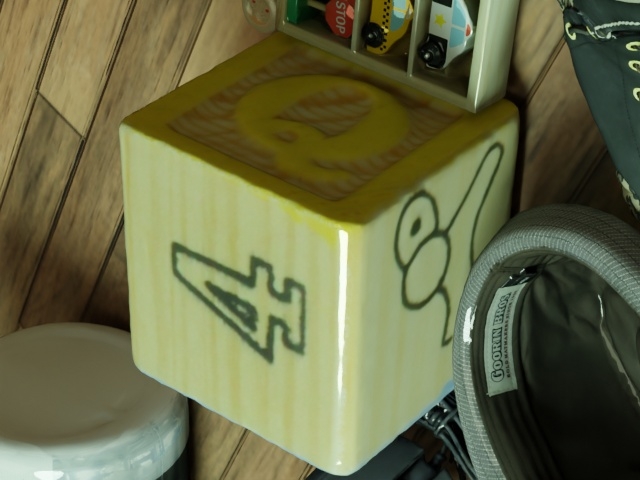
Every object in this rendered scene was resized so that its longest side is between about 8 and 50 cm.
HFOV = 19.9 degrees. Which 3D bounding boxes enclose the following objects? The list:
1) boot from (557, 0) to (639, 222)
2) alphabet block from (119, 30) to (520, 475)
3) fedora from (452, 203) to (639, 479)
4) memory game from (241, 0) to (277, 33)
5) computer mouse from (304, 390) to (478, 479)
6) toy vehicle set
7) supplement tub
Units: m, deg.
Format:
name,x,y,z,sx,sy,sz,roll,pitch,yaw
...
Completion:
name,x,y,z,sx,sy,sz,roll,pitch,yaw
boot,0.190,-0.089,0.981,0.236,0.085,0.178,-116,3,-77
alphabet block,0.000,0.000,1.195,0.193,0.192,0.197,23,129,29
fedora,0.198,0.104,1.099,0.275,0.124,0.243,61,143,25
memory game,-0.004,-0.195,1.230,0.186,0.012,0.186,23,127,34
computer mouse,0.019,0.208,1.290,0.188,0.072,0.272,38,100,18
toy vehicle set,0.054,-0.229,1.120,0.166,0.035,0.266,25,125,31
supplement tub,-0.211,0.257,1.551,0.207,0.207,0.338,24,127,34
